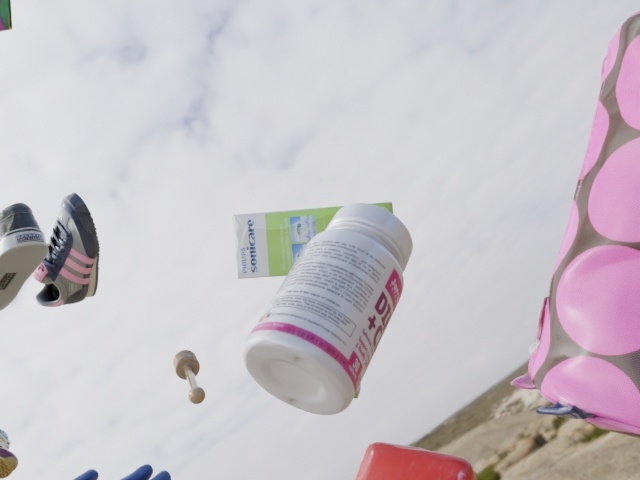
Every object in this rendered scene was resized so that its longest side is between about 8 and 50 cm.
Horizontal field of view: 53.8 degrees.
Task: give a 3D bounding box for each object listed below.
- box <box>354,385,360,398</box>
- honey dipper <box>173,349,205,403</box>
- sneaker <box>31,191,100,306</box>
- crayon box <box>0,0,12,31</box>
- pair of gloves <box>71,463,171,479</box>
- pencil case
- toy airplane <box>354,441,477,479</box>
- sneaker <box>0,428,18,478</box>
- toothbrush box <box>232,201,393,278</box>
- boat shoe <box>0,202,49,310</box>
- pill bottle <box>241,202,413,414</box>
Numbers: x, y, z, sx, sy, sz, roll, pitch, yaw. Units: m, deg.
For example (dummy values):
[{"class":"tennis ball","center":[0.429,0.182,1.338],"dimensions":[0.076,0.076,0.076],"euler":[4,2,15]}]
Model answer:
[{"class":"box","center":[0.028,0.207,1.260],"dimensions":[0.114,0.207,0.036],"euler":[7,-40,0]},{"class":"honey dipper","center":[-0.148,0.158,0.721],"dimensions":[0.030,0.030,0.160],"euler":[-33,13,-12]},{"class":"sneaker","center":[-0.571,0.037,1.401],"dimensions":[0.131,0.112,0.319],"euler":[-23,-36,-37]},{"class":"crayon box","center":[-0.587,-0.496,0.848],"dimensions":[0.106,0.313,0.363],"euler":[-54,-20,-56]},{"class":"pair of gloves","center":[-0.159,0.222,0.442],"dimensions":[0.159,0.198,0.023],"euler":[-11,-74,-35]},{"class":"pencil case","center":[0.165,-0.009,0.309],"dimensions":[0.095,0.098,0.209],"euler":[17,-93,-43]},{"class":"toy airplane","center":[0.036,0.365,0.336],"dimensions":[0.384,0.386,0.272],"euler":[-43,-28,7]},{"class":"sneaker","center":[-0.586,0.370,1.126],"dimensions":[0.185,0.069,0.084],"euler":[-8,28,32]},{"class":"toothbrush box","center":[0.000,0.000,1.184],"dimensions":[0.283,0.122,0.206],"euler":[-6,0,8]},{"class":"boat shoe","center":[-0.420,0.035,0.801],"dimensions":[0.219,0.070,0.078],"euler":[-37,-22,25]},{"class":"pill bottle","center":[0.023,0.086,0.896],"dimensions":[0.283,0.160,0.160],"euler":[-59,-5,-37]}]
